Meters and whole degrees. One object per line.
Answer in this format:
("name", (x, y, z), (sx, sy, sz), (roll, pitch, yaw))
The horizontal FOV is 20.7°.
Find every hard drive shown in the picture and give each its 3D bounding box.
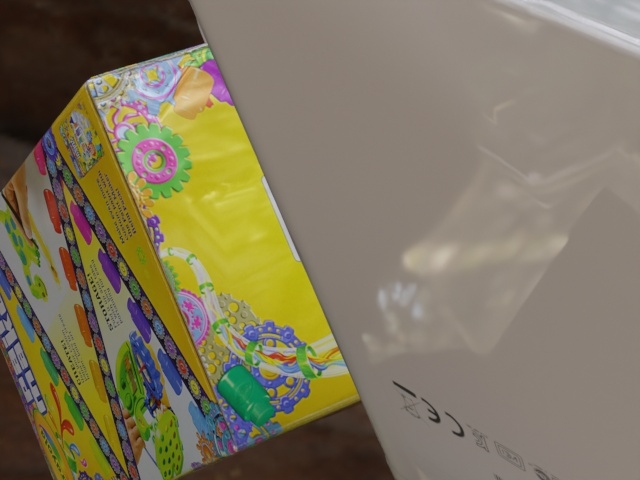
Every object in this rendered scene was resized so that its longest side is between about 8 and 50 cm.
("hard drive", (0.077, 0.027, 0.576), (0.047, 0.233, 0.353), (-44, -42, -20))

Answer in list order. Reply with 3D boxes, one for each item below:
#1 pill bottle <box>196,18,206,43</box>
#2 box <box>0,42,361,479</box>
("pill bottle", (0.120, -0.189, 1.330), (0.407, 0.229, 0.229), (3, -30, -46))
("box", (0.000, 0.000, 0.920), (0.290, 0.177, 0.279), (-20, -6, -26))
